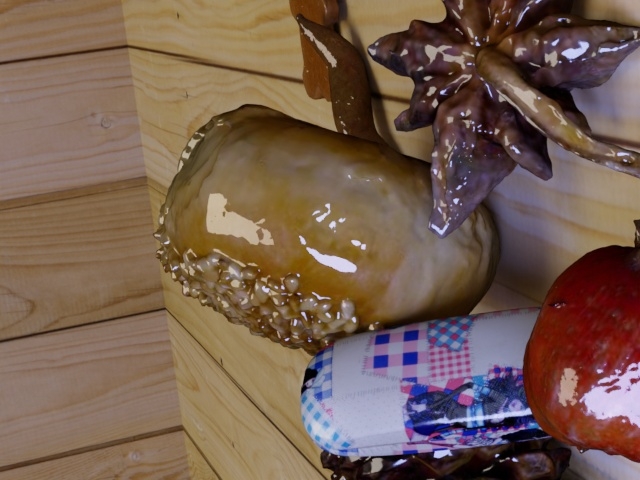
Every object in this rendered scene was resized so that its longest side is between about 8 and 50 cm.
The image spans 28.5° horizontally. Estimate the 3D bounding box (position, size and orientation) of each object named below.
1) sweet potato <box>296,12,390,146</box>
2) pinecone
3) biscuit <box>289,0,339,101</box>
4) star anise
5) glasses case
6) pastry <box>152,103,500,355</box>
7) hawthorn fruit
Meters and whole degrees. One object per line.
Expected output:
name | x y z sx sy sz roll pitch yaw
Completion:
sweet potato | 0.042 -0.195 1.723 0.059 0.067 0.281 49 -158 -67
pinecone | 0.147 0.262 1.347 0.295 0.242 0.298 60 166 21
biscuit | -0.003 -0.325 1.836 0.165 0.036 0.250 -151 49 -67
star anise | 0.169 -0.160 1.188 0.292 0.109 0.349 -42 55 45
glasses case | 0.140 0.134 1.214 0.076 0.328 0.125 67 -161 -50
pastry | 0.000 0.000 1.419 0.409 0.410 0.245 24 96 69
hawthorn fruit | 0.256 0.083 1.048 0.185 0.185 0.202 -169 84 -71
